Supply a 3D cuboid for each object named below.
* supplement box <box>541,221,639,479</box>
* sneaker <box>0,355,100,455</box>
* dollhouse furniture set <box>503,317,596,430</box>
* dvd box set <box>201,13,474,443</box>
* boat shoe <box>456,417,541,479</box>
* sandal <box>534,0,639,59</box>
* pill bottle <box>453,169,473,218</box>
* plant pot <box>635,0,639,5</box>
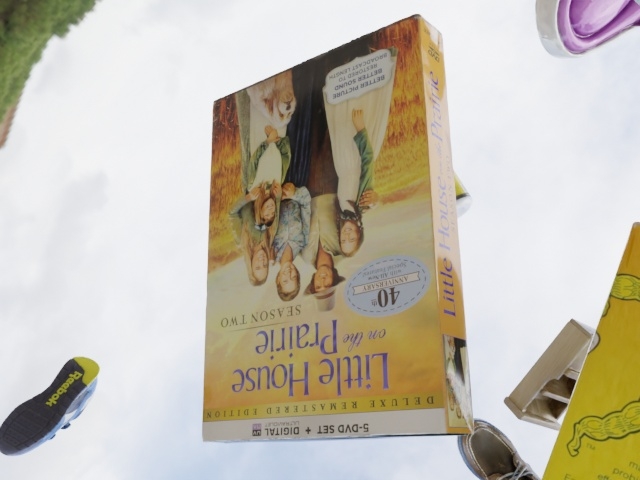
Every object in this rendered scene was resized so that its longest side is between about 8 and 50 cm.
[{"bbox_3d":[0.299,0.187,0.560,0.195,0.194,0.356,21,-84,29],"label":"supplement box"},{"bbox_3d":[-0.313,0.202,0.812,0.144,0.053,0.059,-46,163,-46],"label":"sneaker"},{"bbox_3d":[0.399,0.250,0.948,0.161,0.212,0.242,-56,-143,14],"label":"dollhouse furniture set"},{"bbox_3d":[0.000,0.000,0.753,0.307,0.062,0.420,-13,-111,35],"label":"dvd box set"},{"bbox_3d":[0.247,0.302,0.881,0.066,0.183,0.066,-42,-172,-11],"label":"boat shoe"},{"bbox_3d":[0.452,-0.358,0.887,0.416,0.169,0.102,-40,-145,-10],"label":"sandal"},{"bbox_3d":[0.199,-0.119,1.311,0.103,0.103,0.184,-36,-108,19],"label":"pill bottle"},{"bbox_3d":[0.360,-0.279,0.428,0.293,0.293,0.235,-51,-151,-1],"label":"plant pot"}]
